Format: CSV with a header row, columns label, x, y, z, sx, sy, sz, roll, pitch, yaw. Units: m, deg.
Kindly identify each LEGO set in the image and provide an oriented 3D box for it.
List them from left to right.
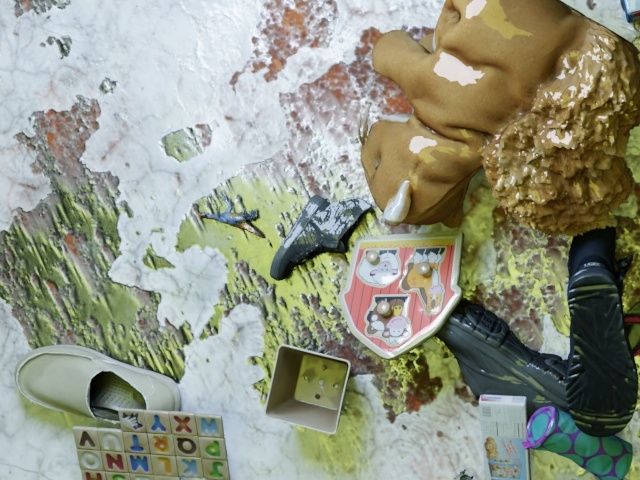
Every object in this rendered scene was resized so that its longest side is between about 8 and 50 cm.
label,x,y,z,sx,sy,sz,roll,pitch,yaw
LEGO set,0.214,0.369,1.924,0.054,0.023,0.083,20,111,28

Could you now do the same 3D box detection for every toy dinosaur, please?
label,x,y,z,sx,sy,sz,roll,pitch,yaw
toy dinosaur,-0.141,-0.030,1.992,0.082,0.047,0.090,-17,97,30

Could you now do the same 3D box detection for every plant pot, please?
label,x,y,z,sx,sy,sz,roll,pitch,yaw
plant pot,-0.009,0.211,1.933,0.109,0.096,0.109,13,94,12

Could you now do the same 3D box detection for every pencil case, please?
label,x,y,z,sx,sy,sz,roll,pitch,yaw
pencil case,0.354,0.282,1.813,0.151,0.064,0.070,27,108,-19

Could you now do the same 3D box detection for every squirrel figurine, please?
label,x,y,z,sx,sy,sz,roll,pitch,yaw
squirrel figurine,0.230,-0.154,1.777,0.397,0.281,0.370,36,105,24

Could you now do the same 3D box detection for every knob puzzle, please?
label,x,y,z,sx,sy,sz,roll,pitch,yaw
knob puzzle,0.108,0.075,1.878,0.213,0.030,0.213,-13,58,22

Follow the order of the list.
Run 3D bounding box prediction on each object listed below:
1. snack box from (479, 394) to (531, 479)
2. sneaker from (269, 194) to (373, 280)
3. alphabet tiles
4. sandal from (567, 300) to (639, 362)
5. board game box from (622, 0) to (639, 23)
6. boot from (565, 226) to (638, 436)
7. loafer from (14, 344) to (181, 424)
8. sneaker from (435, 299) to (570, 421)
label,x,y,z,sx,sy,sz,roll,pitch,yaw
snack box,0.261,0.294,1.865,0.064,0.022,0.178,1,122,15
sneaker,0.001,0.000,1.953,0.089,0.051,0.170,31,93,15
alphabet tiles,-0.251,0.334,1.984,0.237,0.009,0.198,2,120,12
sandal,0.430,0.139,1.864,0.179,0.040,0.067,-34,83,11
board game box,0.537,-0.486,1.814,0.302,0.086,0.308,-12,88,13
boot,0.382,0.114,1.799,0.094,0.207,0.246,-4,110,16
loafer,-0.347,0.220,2.010,0.268,0.092,0.102,8,92,12
sneaker,0.247,0.188,1.877,0.286,0.109,0.130,34,112,15
